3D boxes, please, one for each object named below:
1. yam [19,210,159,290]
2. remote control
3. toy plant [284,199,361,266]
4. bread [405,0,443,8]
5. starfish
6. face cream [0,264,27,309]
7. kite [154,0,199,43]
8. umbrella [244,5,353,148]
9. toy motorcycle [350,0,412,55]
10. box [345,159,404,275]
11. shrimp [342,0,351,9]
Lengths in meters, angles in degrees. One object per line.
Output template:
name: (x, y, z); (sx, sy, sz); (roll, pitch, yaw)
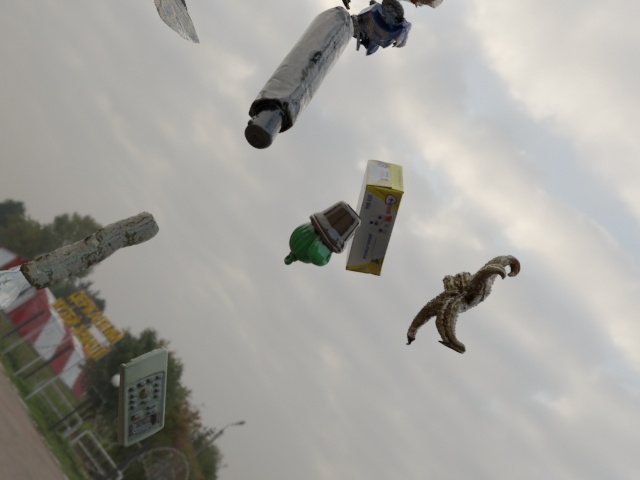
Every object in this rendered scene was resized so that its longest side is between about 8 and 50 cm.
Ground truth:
yam: (-0.409, 0.017, 1.122); (0.061, 0.253, 0.061); (28, -47, 34)
remote control: (-0.436, 0.385, 1.536); (0.038, 0.123, 0.285); (36, -53, 31)
toy plant: (0.000, 0.000, 1.398); (0.105, 0.200, 0.143); (40, 11, -34)
bread: (0.161, -0.426, 0.923); (0.073, 0.160, 0.160); (20, -33, 13)
starfish: (0.345, 0.142, 1.491); (0.113, 0.303, 0.312); (45, -42, -4)
face cream: (-0.721, 0.104, 1.118); (0.145, 0.370, 0.145); (-7, 90, -89)
kite: (-0.286, -0.486, 1.094); (0.285, 0.015, 0.152); (68, 13, 2)
umbrella: (-0.029, -0.251, 0.944); (0.073, 0.337, 0.067); (-18, -56, 42)
toy motorcycle: (0.131, -0.464, 1.366); (0.114, 0.076, 0.205); (49, -19, -22)
box: (0.142, -0.060, 1.649); (0.097, 0.168, 0.265); (12, -58, -1)
shrimp: (0.030, -0.583, 1.427); (0.091, 0.025, 0.127); (-9, -67, 43)
